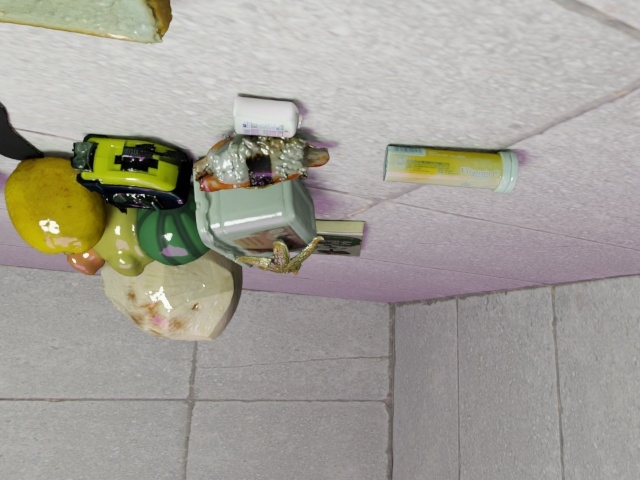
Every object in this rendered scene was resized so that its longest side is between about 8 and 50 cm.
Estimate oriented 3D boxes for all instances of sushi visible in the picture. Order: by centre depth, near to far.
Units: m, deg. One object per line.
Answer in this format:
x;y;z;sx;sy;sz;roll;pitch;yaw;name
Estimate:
-0.095;-0.138;0.806;0.226;0.097;0.103;-10;177;-13;sushi

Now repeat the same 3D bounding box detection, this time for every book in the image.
0.000;0.000;1.524;0.261;0.043;0.371;3;168;3;book

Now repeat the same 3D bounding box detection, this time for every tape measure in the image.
-0.334;-0.117;0.921;0.186;0.112;0.199;1;169;-1;tape measure

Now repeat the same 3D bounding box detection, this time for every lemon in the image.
-0.511;-0.068;0.962;0.170;0.207;0.170;-21;-177;1;lemon

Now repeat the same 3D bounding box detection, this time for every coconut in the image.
-0.415;0.119;1.457;0.416;0.344;0.415;6;169;1;coconut

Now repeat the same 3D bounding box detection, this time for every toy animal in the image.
-0.397;-0.037;1.112;0.339;0.215;0.191;-3;140;14;toy animal

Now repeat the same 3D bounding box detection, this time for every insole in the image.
-0.564;-0.199;0.832;0.119;0.009;0.348;6;167;-7;insole

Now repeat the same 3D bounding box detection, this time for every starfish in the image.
-0.096;0.040;1.044;0.176;0.053;0.208;1;154;-20;starfish

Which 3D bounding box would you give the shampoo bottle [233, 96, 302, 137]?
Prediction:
-0.076;-0.180;0.727;0.099;0.043;0.072;3;169;-5;shampoo bottle

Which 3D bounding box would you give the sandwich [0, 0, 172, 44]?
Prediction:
-0.248;-0.246;0.371;0.252;0.086;0.226;5;168;-8;sandwich

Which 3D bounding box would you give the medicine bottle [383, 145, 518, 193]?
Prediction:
0.220;-0.125;0.853;0.218;0.073;0.074;5;167;1;medicine bottle

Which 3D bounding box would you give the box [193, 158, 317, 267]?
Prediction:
-0.119;-0.059;1.035;0.183;0.175;0.312;-9;166;9;box
